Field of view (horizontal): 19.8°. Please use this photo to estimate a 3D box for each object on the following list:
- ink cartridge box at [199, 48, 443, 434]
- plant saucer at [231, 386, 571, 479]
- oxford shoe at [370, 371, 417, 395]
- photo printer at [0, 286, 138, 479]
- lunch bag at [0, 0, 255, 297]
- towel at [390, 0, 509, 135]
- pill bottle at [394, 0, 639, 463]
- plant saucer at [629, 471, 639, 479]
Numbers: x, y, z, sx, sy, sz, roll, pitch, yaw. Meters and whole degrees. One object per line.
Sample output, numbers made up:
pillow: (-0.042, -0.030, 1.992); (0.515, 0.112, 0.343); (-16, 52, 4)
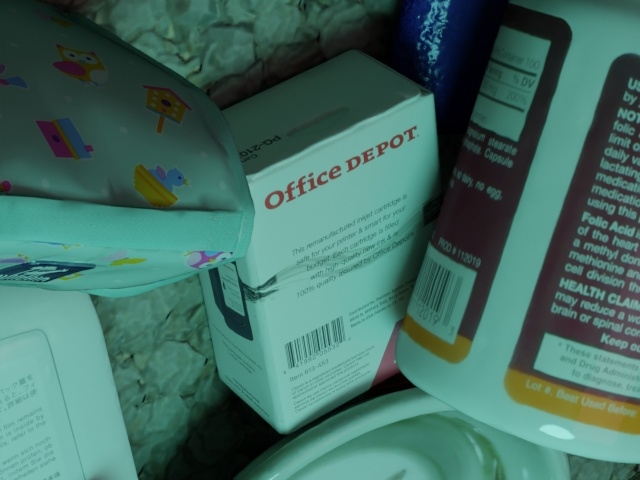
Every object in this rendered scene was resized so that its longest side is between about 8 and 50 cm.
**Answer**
ink cartridge box: (0.000, 0.000, 1.380); (0.172, 0.100, 0.237); (-27, 130, -24)
plant saucer: (0.019, 0.258, 1.533); (0.400, 0.100, 0.400); (-20, 134, -22)
oxford shoe: (0.146, 0.103, 1.585); (0.271, 0.097, 0.098); (12, 74, -34)
photo printer: (-0.255, 0.157, 1.273); (0.256, 0.107, 0.308); (-27, 130, -23)
lunch bag: (-0.190, -0.051, 1.089); (0.223, 0.262, 0.160); (5, 112, -41)
towel: (0.165, -0.233, 1.393); (0.227, 0.076, 0.308); (-3, 119, -28)
pill bottle: (0.214, -0.059, 1.314); (0.224, 0.224, 0.392); (10, 102, -41)
plant saucer: (0.342, 0.302, 1.880); (0.168, 0.029, 0.168); (-18, 126, -27)
